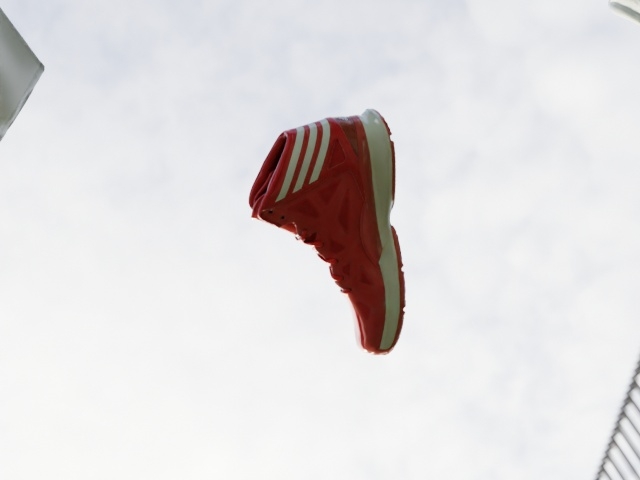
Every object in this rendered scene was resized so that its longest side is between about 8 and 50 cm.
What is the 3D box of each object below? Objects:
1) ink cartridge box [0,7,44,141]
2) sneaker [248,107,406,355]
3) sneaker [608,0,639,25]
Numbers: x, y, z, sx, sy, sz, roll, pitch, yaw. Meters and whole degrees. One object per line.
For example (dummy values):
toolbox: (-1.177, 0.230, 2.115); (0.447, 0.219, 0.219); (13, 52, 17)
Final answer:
ink cartridge box: (-0.253, -0.120, 0.649); (0.158, 0.092, 0.218); (2, -40, 33)
sneaker: (0.000, 0.000, 1.254); (0.128, 0.087, 0.221); (-8, -78, -14)
sneaker: (0.343, -0.215, 1.280); (0.094, 0.258, 0.091); (-27, -58, -12)
